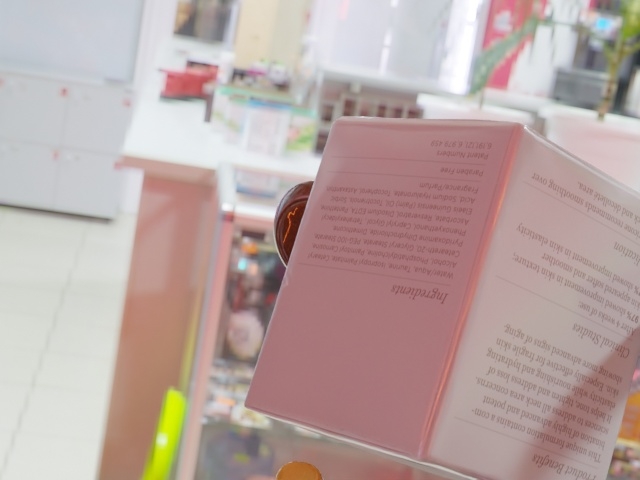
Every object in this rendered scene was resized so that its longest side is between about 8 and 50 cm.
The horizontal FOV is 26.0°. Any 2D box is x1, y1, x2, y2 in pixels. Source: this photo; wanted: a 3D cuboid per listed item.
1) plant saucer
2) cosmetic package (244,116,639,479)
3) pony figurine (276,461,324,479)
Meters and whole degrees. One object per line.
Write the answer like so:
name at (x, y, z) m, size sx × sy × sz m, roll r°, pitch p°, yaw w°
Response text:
plant saucer at (0.000, 0.000, 1.946) m, size 0.168 × 0.168 × 0.029 m, roll 15°, pitch 26°, yaw 25°
cosmetic package at (0.172, 0.087, 1.702) m, size 0.329 × 0.393 × 0.327 m, roll 25°, pitch -11°, yaw -40°
pony figurine at (0.121, 0.426, 1.550) m, size 0.351 × 0.363 × 0.303 m, roll 9°, pitch 48°, yaw 32°
